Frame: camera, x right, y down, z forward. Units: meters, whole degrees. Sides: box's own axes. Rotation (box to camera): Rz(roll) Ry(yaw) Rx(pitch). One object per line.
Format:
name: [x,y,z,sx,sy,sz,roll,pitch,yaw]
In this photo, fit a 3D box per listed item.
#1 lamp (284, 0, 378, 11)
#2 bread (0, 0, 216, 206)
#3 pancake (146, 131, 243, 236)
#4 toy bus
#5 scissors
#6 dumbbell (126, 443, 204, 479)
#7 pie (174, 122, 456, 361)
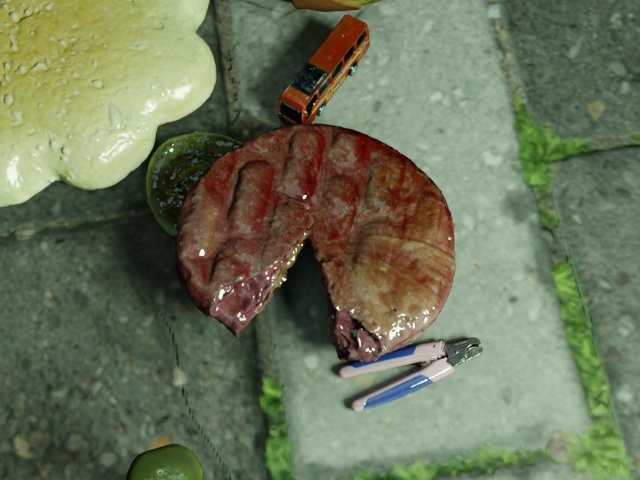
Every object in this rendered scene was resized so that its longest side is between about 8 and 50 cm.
lamp: [0.006,-0.336,0.812,0.250,0.284,0.250,-18,41,17]
bread: [-0.249,-0.175,0.877,0.316,0.054,0.316,-1,68,2]
pancake: [-0.098,-0.049,0.832,0.108,0.017,0.108,-1,69,3]
toy bus: [0.004,-0.147,0.858,0.031,0.043,0.110,30,70,14]
scissors: [0.072,0.098,0.761,0.113,0.012,0.039,-19,67,-7]
dumbbell: [-0.096,0.177,0.673,0.052,0.118,0.046,-11,62,-1]
pie: [0.000,0.000,0.773,0.219,0.054,0.204,25,62,9]
